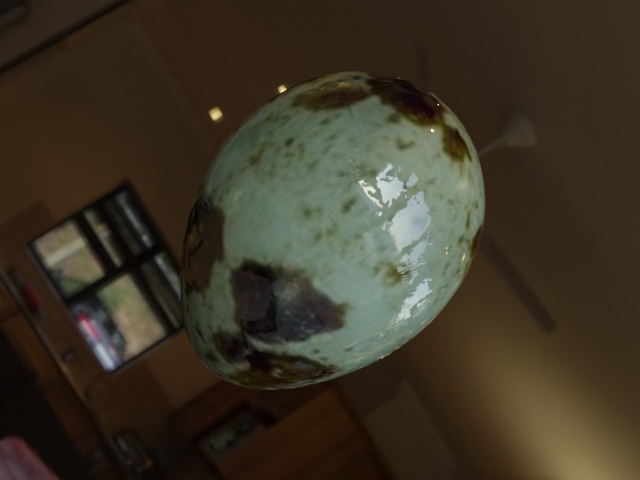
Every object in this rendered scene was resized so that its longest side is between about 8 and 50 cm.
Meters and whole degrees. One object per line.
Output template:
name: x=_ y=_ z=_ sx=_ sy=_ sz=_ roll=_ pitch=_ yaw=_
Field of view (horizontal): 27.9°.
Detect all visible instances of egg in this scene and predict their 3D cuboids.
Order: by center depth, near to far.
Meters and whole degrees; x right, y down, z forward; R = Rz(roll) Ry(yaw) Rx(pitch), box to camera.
egg: x=0.000 y=0.000 z=0.795 sx=0.169 sy=0.231 sz=0.169 roll=30 pitch=28 yaw=-19
